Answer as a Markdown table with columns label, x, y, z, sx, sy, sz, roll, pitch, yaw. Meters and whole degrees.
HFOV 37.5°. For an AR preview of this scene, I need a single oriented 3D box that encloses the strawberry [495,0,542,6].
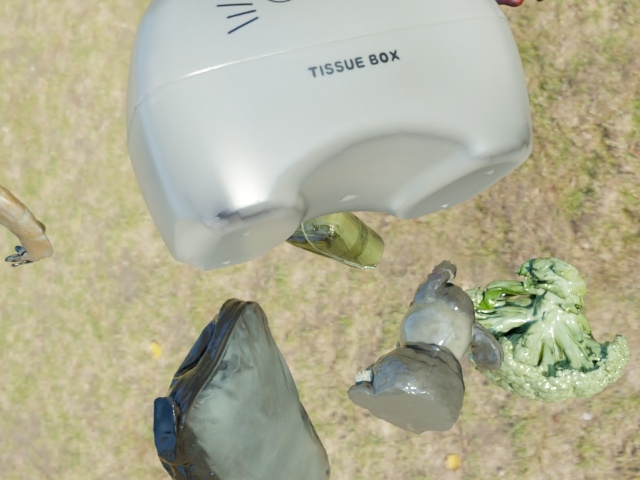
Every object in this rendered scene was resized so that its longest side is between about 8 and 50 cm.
| label | x | y | z | sx | sy | sz | roll | pitch | yaw |
| --- | --- | --- | --- | --- | --- | --- | --- | --- | --- |
| strawberry | 0.177 | -0.440 | 1.169 | 0.149 | 0.336 | 0.265 | -56 | 2 | -32 |

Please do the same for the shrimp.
| label | x | y | z | sx | sy | sz | roll | pitch | yaw |
| --- | --- | --- | --- | --- | --- | --- | --- | --- | --- |
| shrimp | -0.355 | -0.031 | 0.950 | 0.219 | 0.152 | 0.046 | 9 | 62 | 31 |

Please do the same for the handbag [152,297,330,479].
| label | x | y | z | sx | sy | sz | roll | pitch | yaw |
| --- | --- | --- | --- | --- | --- | --- | --- | --- | --- |
| handbag | -0.070 | 0.217 | 0.964 | 0.075 | 0.332 | 0.191 | 4 | 44 | 26 |

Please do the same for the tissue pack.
| label | x | y | z | sx | sy | sz | roll | pitch | yaw |
| --- | --- | --- | --- | --- | --- | --- | --- | --- | --- |
| tissue pack | -0.004 | -0.127 | 0.826 | 0.229 | 0.333 | 0.235 | 134 | 120 | -69 |

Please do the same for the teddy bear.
| label | x | y | z | sx | sy | sz | roll | pitch | yaw |
| --- | --- | --- | --- | --- | --- | --- | --- | --- | --- |
| teddy bear | 0.166 | 0.170 | 1.353 | 0.171 | 0.251 | 0.144 | 39 | 143 | -4 |

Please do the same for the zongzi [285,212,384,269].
| label | x | y | z | sx | sy | sz | roll | pitch | yaw |
| --- | --- | --- | --- | --- | --- | --- | --- | --- | --- |
| zongzi | 0.000 | 0.000 | 1.014 | 0.113 | 0.104 | 0.052 | -8 | 57 | 35 |

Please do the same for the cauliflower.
| label | x | y | z | sx | sy | sz | roll | pitch | yaw |
| --- | --- | --- | --- | --- | --- | --- | --- | --- | --- |
| cauliflower | 0.377 | 0.148 | 1.643 | 0.272 | 0.275 | 0.250 | -155 | 81 | -71 |
